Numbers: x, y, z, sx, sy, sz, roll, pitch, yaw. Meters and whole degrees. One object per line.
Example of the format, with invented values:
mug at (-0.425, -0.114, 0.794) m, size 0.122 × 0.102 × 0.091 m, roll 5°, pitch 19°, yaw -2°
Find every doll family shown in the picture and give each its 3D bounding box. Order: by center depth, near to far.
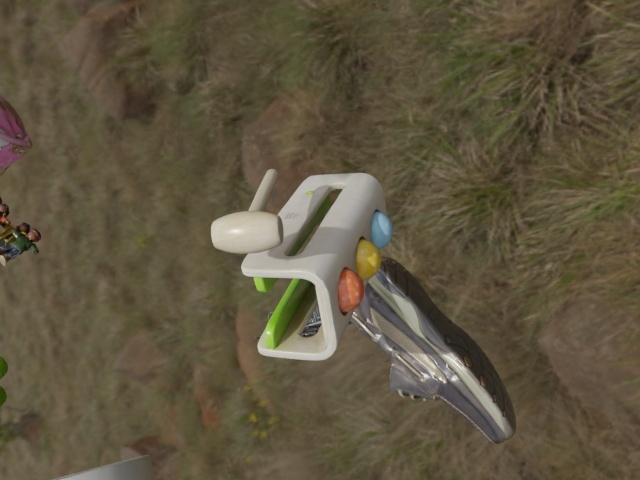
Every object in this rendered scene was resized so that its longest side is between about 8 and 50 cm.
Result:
doll family at (-0.618, -0.028, 1.507) m, size 0.193 × 0.111 × 0.076 m, roll 45°, pitch 138°, yaw 2°

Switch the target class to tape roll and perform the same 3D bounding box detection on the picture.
tape roll at (-0.524, 0.509, 1.559) m, size 0.392 × 0.391 × 0.072 m, roll -35°, pitch 68°, yaw 59°

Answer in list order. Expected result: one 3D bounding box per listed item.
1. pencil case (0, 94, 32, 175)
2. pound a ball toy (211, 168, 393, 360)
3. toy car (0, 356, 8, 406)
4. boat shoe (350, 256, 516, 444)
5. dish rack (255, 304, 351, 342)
pencil case at (-0.537, -0.054, 0.975) m, size 0.160 × 0.386 × 0.167 m, roll 51°, pitch -172°, yaw 26°
pound a ball toy at (0.000, 0.000, 0.984) m, size 0.135 × 0.319 × 0.208 m, roll 1°, pitch 118°, yaw 19°
toy car at (-0.703, 0.280, 1.449) m, size 0.188 × 0.155 × 0.149 m, roll 17°, pitch 120°, yaw 4°
boat shoe at (0.171, 0.189, 1.277) m, size 0.130 × 0.132 × 0.355 m, roll -43°, pitch 79°, yaw 21°
dish rack at (0.000, 0.141, 1.486) m, size 0.208 × 0.271 × 0.074 m, roll -21°, pitch 80°, yaw 18°
